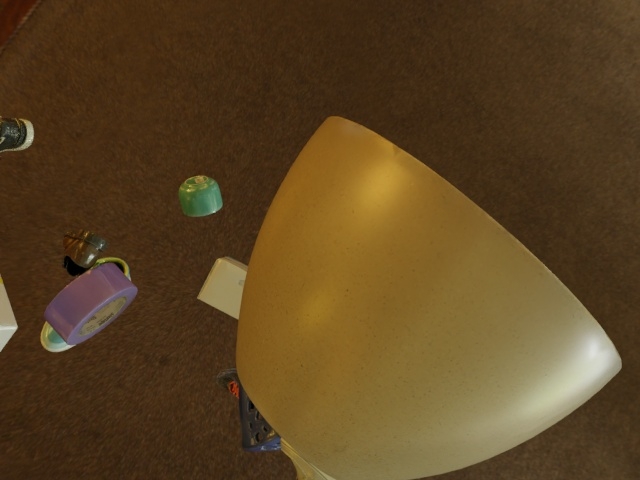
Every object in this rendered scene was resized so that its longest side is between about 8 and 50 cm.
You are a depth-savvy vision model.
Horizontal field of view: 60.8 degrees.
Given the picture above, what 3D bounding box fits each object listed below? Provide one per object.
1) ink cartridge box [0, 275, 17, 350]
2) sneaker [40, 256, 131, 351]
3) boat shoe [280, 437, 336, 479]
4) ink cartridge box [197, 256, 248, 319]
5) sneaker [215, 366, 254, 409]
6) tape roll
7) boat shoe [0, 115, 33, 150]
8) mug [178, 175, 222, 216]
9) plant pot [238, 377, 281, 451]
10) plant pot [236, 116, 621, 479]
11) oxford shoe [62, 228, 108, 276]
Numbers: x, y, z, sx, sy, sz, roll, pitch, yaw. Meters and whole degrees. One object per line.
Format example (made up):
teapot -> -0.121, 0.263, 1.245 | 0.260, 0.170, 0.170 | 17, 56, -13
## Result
ink cartridge box -> -0.716, 0.113, 0.978 | 0.198, 0.197, 0.270 | -46, 60, 20
sneaker -> -0.676, 0.167, 1.567 | 0.127, 0.208, 0.319 | 37, 58, -3
boat shoe -> -0.004, 0.468, 1.035 | 0.227, 0.079, 0.081 | 44, 75, 4
ink cartridge box -> -0.216, 0.152, 1.600 | 0.223, 0.307, 0.129 | 28, 87, -4
sneaker -> -0.214, 0.448, 1.613 | 0.221, 0.087, 0.083 | 19, 119, 10
tape roll -> -0.513, 0.143, 1.227 | 0.189, 0.189, 0.080 | -43, 84, -12
boat shoe -> -0.913, -0.276, 1.475 | 0.302, 0.091, 0.114 | -14, 83, 26
mug -> -0.396, -0.149, 1.735 | 0.157, 0.129, 0.097 | 7, 122, 24
plant pot -> -0.064, 0.416, 1.426 | 0.236, 0.212, 0.236 | 9, 63, -34
plant pot -> 0.045, 0.071, 0.430 | 0.284, 0.284, 0.191 | 43, 89, -5
oxford shoe -> -0.560, 0.033, 1.246 | 0.083, 0.227, 0.096 | 32, 71, -24
